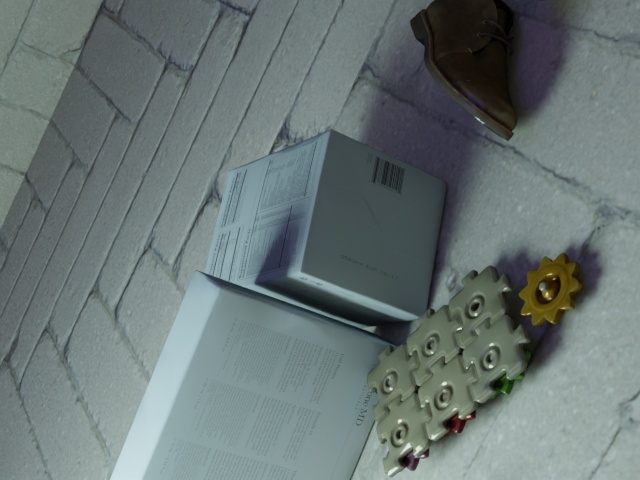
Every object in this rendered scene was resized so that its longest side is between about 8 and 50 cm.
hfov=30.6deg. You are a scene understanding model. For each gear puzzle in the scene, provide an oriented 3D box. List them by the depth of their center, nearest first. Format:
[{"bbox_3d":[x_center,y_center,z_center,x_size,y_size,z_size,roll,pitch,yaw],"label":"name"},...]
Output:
[{"bbox_3d":[0.183,0.128,1.368,0.339,0.044,0.175,-45,35,30],"label":"gear puzzle"}]

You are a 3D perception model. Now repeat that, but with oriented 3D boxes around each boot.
[{"bbox_3d":[0.204,-0.245,1.514,0.115,0.112,0.305,-42,35,21],"label":"boot"}]

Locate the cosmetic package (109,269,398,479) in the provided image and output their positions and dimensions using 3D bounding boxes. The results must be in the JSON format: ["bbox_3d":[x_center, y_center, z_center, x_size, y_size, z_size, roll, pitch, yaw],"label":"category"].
[{"bbox_3d":[-0.094,0.260,1.482,0.097,0.284,0.377,24,92,62],"label":"cosmetic package"}]

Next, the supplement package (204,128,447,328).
[{"bbox_3d":[0.000,0.000,1.580,0.263,0.199,0.198,-16,58,55],"label":"supplement package"}]
